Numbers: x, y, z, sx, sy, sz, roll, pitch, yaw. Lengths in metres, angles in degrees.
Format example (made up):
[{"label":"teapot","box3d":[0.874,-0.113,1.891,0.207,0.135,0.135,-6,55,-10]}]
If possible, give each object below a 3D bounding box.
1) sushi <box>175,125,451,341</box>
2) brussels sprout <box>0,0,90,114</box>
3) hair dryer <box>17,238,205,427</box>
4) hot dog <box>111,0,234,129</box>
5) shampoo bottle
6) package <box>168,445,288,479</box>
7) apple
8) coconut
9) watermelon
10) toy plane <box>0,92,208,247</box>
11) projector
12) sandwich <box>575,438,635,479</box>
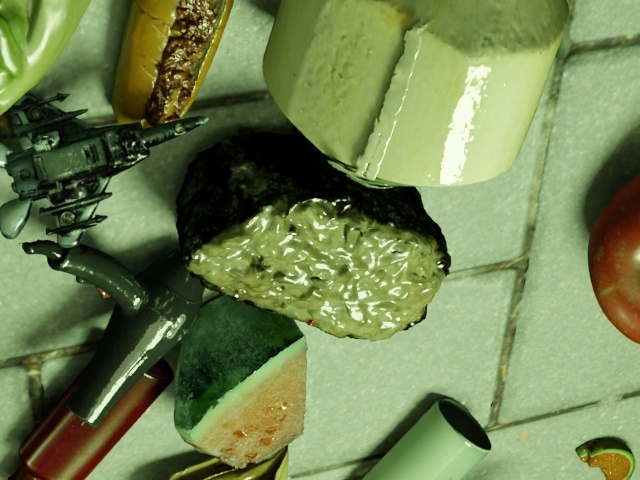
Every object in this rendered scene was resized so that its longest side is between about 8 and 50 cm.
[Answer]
[{"label":"sushi","box3d":[0.000,0.000,1.591,0.350,0.171,0.211,20,118,-35]},{"label":"brussels sprout","box3d":[-0.353,-0.229,1.187,0.328,0.247,0.328,-12,134,-13]},{"label":"hair dryer","box3d":[-0.267,0.071,1.546,0.235,0.091,0.271,-54,134,-7]},{"label":"hot dog","box3d":[-0.152,-0.210,1.409,0.102,0.076,0.249,8,125,-26]},{"label":"shampoo bottle","box3d":[-0.300,0.237,1.716,0.102,0.064,0.260,29,111,-34]},{"label":"package","box3d":[-0.148,0.435,1.921,0.165,0.221,0.311,14,133,14]},{"label":"apple","box3d":[0.482,0.016,1.787,0.216,0.260,0.260,-23,148,-59]},{"label":"coconut","box3d":[0.094,-0.197,1.399,0.323,0.323,0.323,-13,132,-15]},{"label":"watermelon","box3d":[-0.095,0.196,1.754,0.193,0.140,0.257,-30,144,-6]},{"label":"toy plane","box3d":[-0.234,-0.088,1.417,0.246,0.078,0.169,-16,94,17]},{"label":"projector","box3d":[0.102,0.380,2.000,0.108,0.108,0.337,28,111,-39]},{"label":"sandwich","box3d":[0.470,0.353,2.206,0.067,0.029,0.135,-39,134,16]}]
